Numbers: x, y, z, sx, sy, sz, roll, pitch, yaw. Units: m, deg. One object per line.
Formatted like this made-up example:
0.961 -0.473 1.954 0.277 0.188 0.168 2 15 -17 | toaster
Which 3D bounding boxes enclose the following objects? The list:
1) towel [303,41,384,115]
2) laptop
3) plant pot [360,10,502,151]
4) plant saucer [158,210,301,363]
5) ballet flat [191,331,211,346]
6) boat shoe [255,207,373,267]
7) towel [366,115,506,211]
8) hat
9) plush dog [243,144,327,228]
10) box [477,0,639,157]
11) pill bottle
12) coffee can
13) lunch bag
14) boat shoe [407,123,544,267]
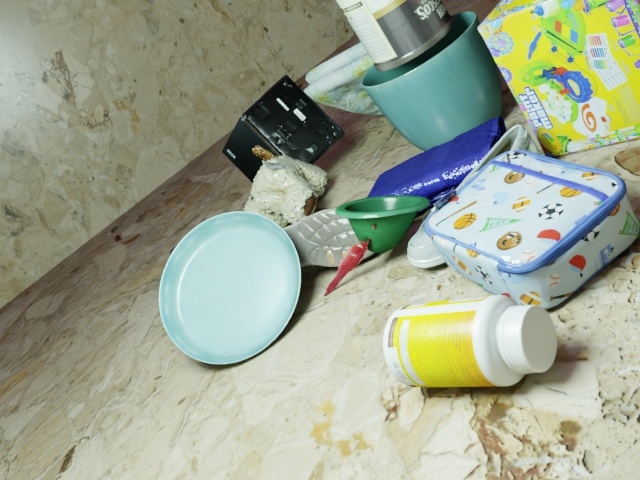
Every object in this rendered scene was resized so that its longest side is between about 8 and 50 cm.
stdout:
0.185 -0.443 2.027 0.374 0.090 0.320 -19 -17 41 | towel
-0.107 -0.270 2.072 0.264 0.234 0.136 -44 -5 -5 | laptop
0.275 -0.336 1.709 0.293 0.235 0.293 -30 21 13 | plant pot
-0.180 0.096 1.526 0.318 0.044 0.317 -7 70 19 | plant saucer
-0.185 0.182 1.565 0.206 0.073 0.067 -37 48 2 | ballet flat
0.000 0.000 1.574 0.324 0.123 0.116 -10 1 25 | boat shoe
0.247 -0.136 1.569 0.308 0.076 0.227 -24 17 29 | towel
0.117 0.019 1.414 0.173 0.183 0.208 -13 14 -26 | hat
-0.124 -0.099 1.908 0.225 0.211 0.262 -59 4 23 | plush dog
0.483 -0.330 1.310 0.279 0.290 0.177 -9 33 47 | box
0.196 0.135 0.997 0.215 0.117 0.117 -12 31 46 | pill bottle
0.138 -0.540 1.638 0.201 0.275 0.201 -30 22 14 | coffee can
0.314 -0.033 1.153 0.243 0.115 0.303 -40 29 -8 | lunch bag
0.270 -0.075 1.346 0.320 0.103 0.118 -39 21 -7 | boat shoe
